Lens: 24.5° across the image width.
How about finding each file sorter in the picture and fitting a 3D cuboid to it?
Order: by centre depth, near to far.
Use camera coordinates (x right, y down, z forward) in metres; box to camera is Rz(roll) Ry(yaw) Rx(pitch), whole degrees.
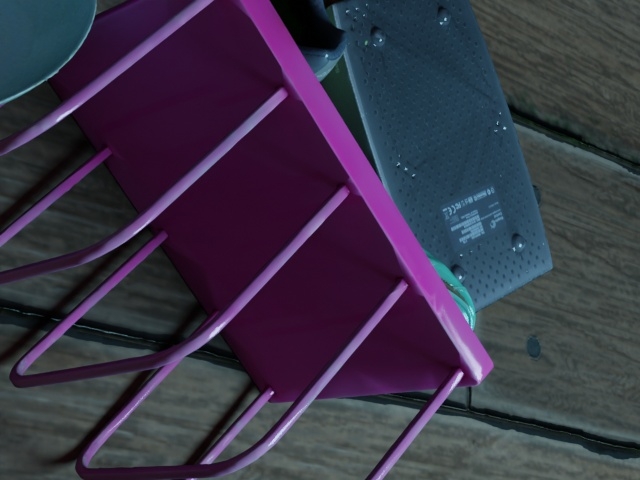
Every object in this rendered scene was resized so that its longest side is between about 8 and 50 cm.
[{"bbox_3d":[-0.084,0.024,0.858,0.182,0.202,0.290,-46,112,-37],"label":"file sorter"}]

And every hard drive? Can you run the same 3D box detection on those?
[{"bbox_3d":[0.084,-0.071,1.142,0.172,0.054,0.254,-25,98,-45],"label":"hard drive"}]

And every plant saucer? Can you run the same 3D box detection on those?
[{"bbox_3d":[-0.221,-0.121,0.815,0.195,0.037,0.195,4,47,-4],"label":"plant saucer"}]

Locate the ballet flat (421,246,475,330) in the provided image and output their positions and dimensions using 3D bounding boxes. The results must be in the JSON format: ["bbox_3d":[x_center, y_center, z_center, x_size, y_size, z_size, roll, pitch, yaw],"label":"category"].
[{"bbox_3d":[0.000,0.000,1.020,0.247,0.087,0.083,38,86,-20],"label":"ballet flat"}]

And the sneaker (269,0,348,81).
[{"bbox_3d":[-0.064,-0.228,0.990,0.111,0.121,0.300,-34,104,-43],"label":"sneaker"}]
